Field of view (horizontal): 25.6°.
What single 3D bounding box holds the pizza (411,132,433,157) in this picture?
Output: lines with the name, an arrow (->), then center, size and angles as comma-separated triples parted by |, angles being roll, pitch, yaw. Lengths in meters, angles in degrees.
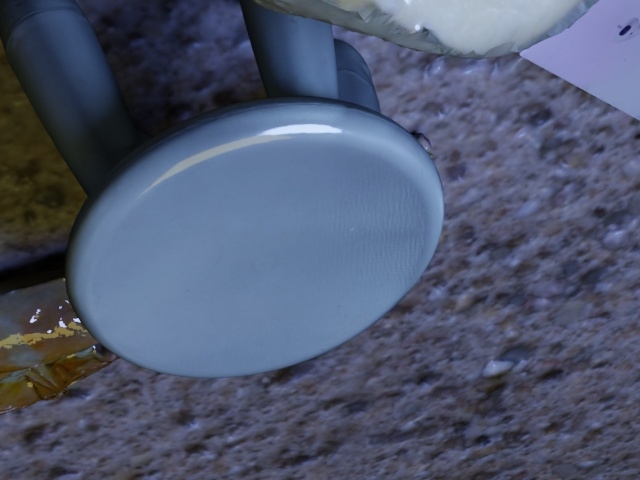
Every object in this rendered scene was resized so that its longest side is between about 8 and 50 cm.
pizza -> 0.000, 0.000, 0.934 | 0.185, 0.036, 0.176 | -52, 154, 17

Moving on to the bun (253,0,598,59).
bun -> 0.042, -0.210, 0.641 | 0.259, 0.152, 0.259 | -13, 113, -33

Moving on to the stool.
stool -> -0.054, -0.055, 0.763 | 0.195, 0.199, 0.195 | -24, 139, 3

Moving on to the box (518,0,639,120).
box -> 0.200, -0.152, 0.872 | 0.130, 0.051, 0.129 | 20, 126, -39

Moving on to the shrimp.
shrimp -> -0.162, 0.061, 0.966 | 0.294, 0.062, 0.154 | -18, 154, 2
